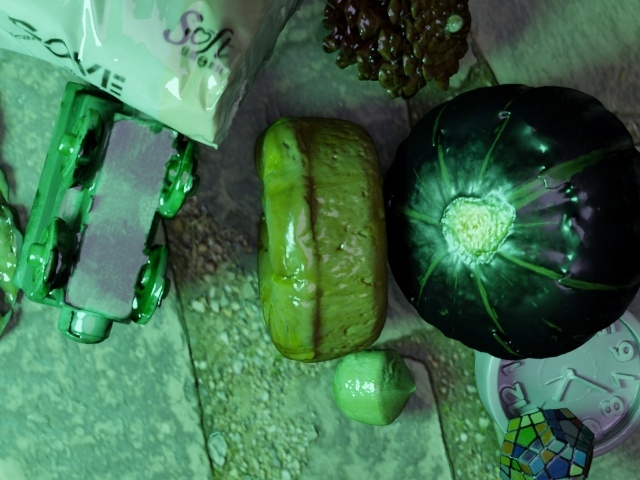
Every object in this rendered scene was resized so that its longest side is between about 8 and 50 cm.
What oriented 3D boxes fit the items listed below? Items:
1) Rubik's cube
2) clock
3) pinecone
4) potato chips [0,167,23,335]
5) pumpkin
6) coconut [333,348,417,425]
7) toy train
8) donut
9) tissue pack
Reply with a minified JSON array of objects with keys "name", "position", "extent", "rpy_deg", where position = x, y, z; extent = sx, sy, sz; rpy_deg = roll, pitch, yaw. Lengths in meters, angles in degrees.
[{"name":"Rubik's cube","position":[0.245,0.233,1.587],"extent":[0.111,0.111,0.093],"rpy_deg":[-12,75,-4]},{"name":"clock","position":[0.278,0.149,1.659],"extent":[0.197,0.068,0.196],"rpy_deg":[-1,100,-6]},{"name":"pinecone","position":[0.078,-0.227,1.534],"extent":[0.174,0.173,0.173],"rpy_deg":[-1,100,-6]},{"name":"potato chips","position":[-0.494,-0.013,1.500],"extent":[0.373,0.097,0.389],"rpy_deg":[-11,99,-37]},{"name":"pumpkin","position":[0.218,-0.022,1.538],"extent":[0.296,0.296,0.295],"rpy_deg":[-1,100,-6]},{"name":"coconut","position":[0.063,0.162,1.631],"extent":[0.096,0.088,0.087],"rpy_deg":[3,100,23]},{"name":"toy train","position":[-0.218,-0.031,1.498],"extent":[0.145,0.202,0.266],"rpy_deg":[16,93,-18]},{"name":"donut","position":[0.000,0.000,1.534],"extent":[0.128,0.208,0.261],"rpy_deg":[-4,104,-7]},{"name":"tissue pack","position":[-0.189,-0.298,1.416],"extent":[0.376,0.195,0.390],"rpy_deg":[24,60,-3]}]
